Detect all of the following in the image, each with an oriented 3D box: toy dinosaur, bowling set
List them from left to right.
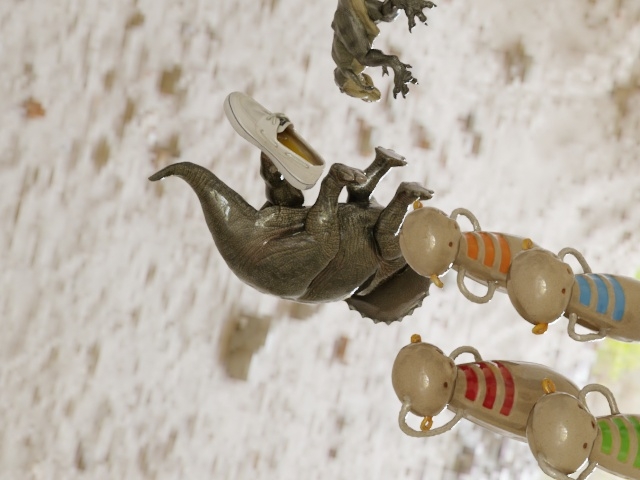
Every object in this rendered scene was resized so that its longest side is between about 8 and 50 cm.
[{"bbox_3d":[0.000,0.000,1.380,0.314,0.121,0.160,3,117,-35],"label":"toy dinosaur"},{"bbox_3d":[0.053,-0.217,1.625,0.064,0.118,0.268,-38,145,-29],"label":"toy dinosaur"},{"bbox_3d":[0.148,0.072,0.979,0.154,0.200,0.287,15,54,-37],"label":"bowling set"}]

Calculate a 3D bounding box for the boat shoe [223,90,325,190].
[{"bbox_3d":[-0.034,-0.085,1.259,0.035,0.100,0.035,-32,166,-44],"label":"boat shoe"}]
